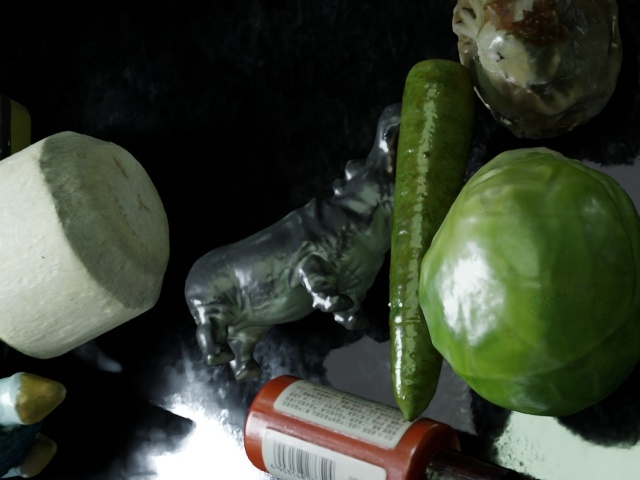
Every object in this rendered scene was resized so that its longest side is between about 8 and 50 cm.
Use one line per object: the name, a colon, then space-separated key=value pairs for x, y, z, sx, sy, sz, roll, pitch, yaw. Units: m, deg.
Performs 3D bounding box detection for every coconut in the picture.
coconut: x=-0.315 y=0.009 z=1.415 sx=0.266 sy=0.237 sz=0.237 roll=-29 pitch=60 yaw=14

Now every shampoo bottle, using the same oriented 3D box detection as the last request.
shampoo bottle: x=0.061 y=0.213 z=1.188 sx=0.278 sy=0.104 sz=0.104 roll=13 pitch=81 yaw=35

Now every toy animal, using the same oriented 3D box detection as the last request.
toy animal: x=0.012 y=0.008 z=1.293 sx=0.343 sy=0.106 sz=0.168 roll=-38 pitch=57 yaw=5

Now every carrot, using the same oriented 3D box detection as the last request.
carrot: x=0.103 y=-0.004 z=1.186 sx=0.074 sy=0.074 sz=0.358 roll=-2 pitch=76 yaw=31

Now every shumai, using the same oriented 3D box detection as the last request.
shumai: x=0.198 y=-0.211 z=1.196 sx=0.166 sy=0.175 sz=0.206 roll=-30 pitch=70 yaw=20

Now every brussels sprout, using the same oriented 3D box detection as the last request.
brussels sprout: x=0.201 y=0.035 z=1.099 sx=0.244 sy=0.244 sz=0.244 roll=-11 pitch=68 yaw=29

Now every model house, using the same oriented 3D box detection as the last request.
model house: x=-0.401 y=0.188 z=1.412 sx=0.291 sy=0.184 sz=0.253 roll=-8 pitch=102 yaw=23

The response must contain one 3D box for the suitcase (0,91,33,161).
suitcase: x=-0.475 y=-0.080 z=1.601 sx=0.194 sy=0.143 sz=0.235 roll=-13 pitch=68 yaw=29
